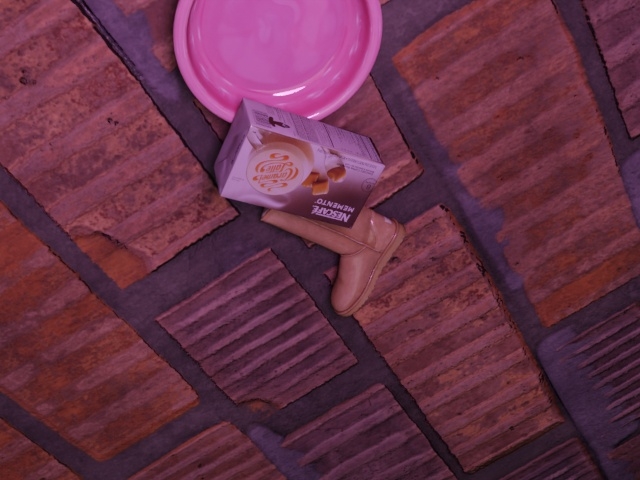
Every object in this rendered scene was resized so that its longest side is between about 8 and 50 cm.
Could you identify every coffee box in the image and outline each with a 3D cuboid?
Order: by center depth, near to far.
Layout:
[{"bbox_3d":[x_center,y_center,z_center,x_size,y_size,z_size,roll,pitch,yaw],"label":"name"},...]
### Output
[{"bbox_3d":[-0.037,-0.126,1.268,0.246,0.098,0.141,14,122,-25],"label":"coffee box"}]

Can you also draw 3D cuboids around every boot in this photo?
[{"bbox_3d":[0.000,0.000,1.450,0.269,0.089,0.236,26,99,-27],"label":"boot"}]

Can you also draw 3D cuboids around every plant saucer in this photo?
[{"bbox_3d":[-0.070,-0.337,1.209,0.332,0.084,0.332,-7,128,-9],"label":"plant saucer"}]
